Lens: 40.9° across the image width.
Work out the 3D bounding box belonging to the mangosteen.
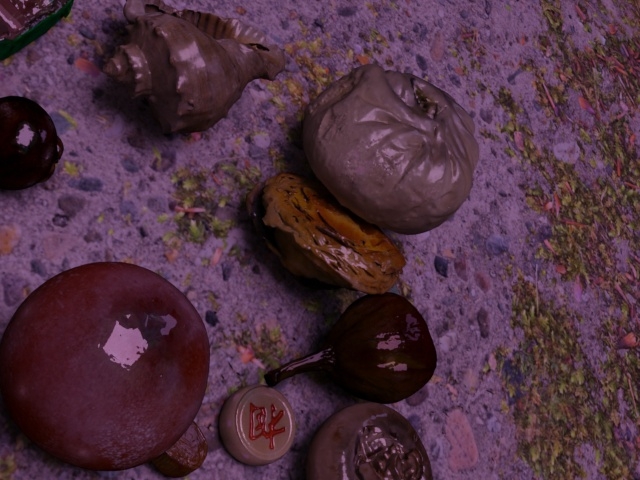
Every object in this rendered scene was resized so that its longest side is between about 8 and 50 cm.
[{"bbox_3d":[-0.413,-0.130,1.187,0.140,0.140,0.140,17,61,-33],"label":"mangosteen"}]

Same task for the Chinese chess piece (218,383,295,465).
[{"bbox_3d":[-0.095,0.279,1.301,0.122,0.051,0.122,18,60,-33],"label":"Chinese chess piece"}]

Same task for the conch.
[{"bbox_3d":[-0.215,-0.285,1.376,0.324,0.186,0.263,0,53,-53],"label":"conch"}]

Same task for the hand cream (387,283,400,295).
[{"bbox_3d":[0.110,0.069,1.575,0.076,0.047,0.174,-17,91,-43],"label":"hand cream"}]

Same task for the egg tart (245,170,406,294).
[{"bbox_3d":[0.000,0.000,1.450,0.297,0.132,0.297,28,27,-16],"label":"egg tart"}]

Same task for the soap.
[{"bbox_3d":[-0.498,-0.417,1.251,0.273,0.098,0.218,48,48,-13],"label":"soap"}]

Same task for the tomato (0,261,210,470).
[{"bbox_3d":[-0.267,0.153,1.097,0.270,0.227,0.270,18,57,-31],"label":"tomato"}]

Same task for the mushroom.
[{"bbox_3d":[0.085,0.361,1.327,0.226,0.178,0.226,26,46,-31],"label":"mushroom"}]

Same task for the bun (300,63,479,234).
[{"bbox_3d":[0.140,-0.179,1.538,0.360,0.211,0.359,28,34,-22],"label":"bun"}]

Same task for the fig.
[{"bbox_3d":[0.065,0.203,1.373,0.290,0.191,0.190,-32,93,-47],"label":"fig"}]

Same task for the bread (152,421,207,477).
[{"bbox_3d":[-0.203,0.291,1.206,0.085,0.053,0.085,30,43,-32],"label":"bread"}]
